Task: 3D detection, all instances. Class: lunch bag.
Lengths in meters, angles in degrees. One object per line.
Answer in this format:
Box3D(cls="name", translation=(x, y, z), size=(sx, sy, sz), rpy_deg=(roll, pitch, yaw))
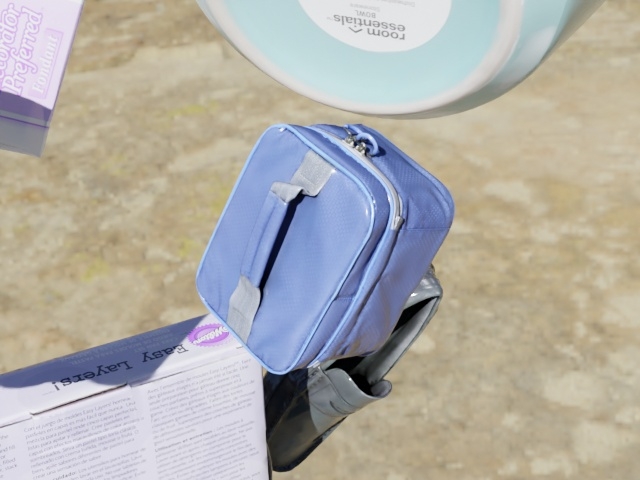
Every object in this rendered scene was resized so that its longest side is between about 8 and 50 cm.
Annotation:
Box3D(cls="lunch bag", translation=(0.000, 0.000, 0.458), size=(0.067, 0.098, 0.065), rpy_deg=(40, 28, 28))

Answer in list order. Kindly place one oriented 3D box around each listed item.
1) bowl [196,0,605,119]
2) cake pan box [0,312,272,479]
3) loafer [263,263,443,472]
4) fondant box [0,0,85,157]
Box3D(cls="bowl", translation=(0.038, -0.189, 0.668), size=(0.311, 0.311, 0.163), rpy_deg=(5, 48, 22))
Box3D(cls="cake pan box", translation=(-0.151, 0.193, 0.806), size=(0.267, 0.246, 0.070), rpy_deg=(-17, 31, -24))
Box3D(cls="loafer", translation=(0.016, 0.100, 0.914), size=(0.076, 0.223, 0.078), rpy_deg=(15, 27, -41))
Box3D(cls="fondant box", translation=(-0.213, -0.203, 0.716), size=(0.096, 0.238, 0.330), rpy_deg=(13, 10, -27))
